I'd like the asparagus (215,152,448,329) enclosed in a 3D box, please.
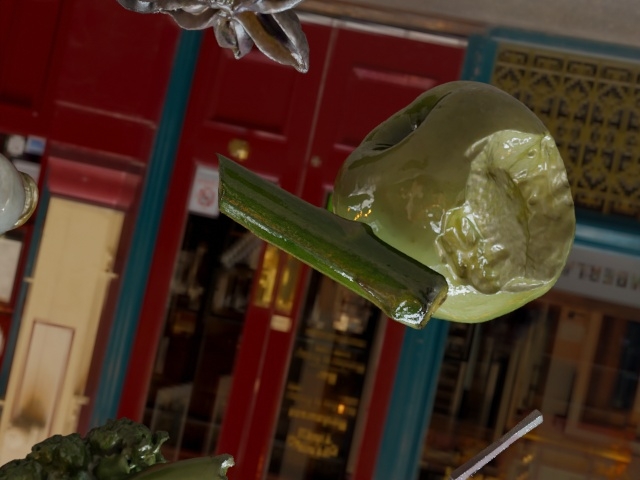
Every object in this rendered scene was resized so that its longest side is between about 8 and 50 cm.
[{"bbox_3d":[0.000,0.000,1.062,0.278,0.067,0.060,27,-157,11],"label":"asparagus"}]

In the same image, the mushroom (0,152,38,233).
[{"bbox_3d":[-0.452,-0.068,1.358,0.159,0.122,0.329,33,176,-7],"label":"mushroom"}]

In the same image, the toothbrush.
[{"bbox_3d":[0.152,0.236,1.088,0.017,0.194,0.014,48,165,43],"label":"toothbrush"}]

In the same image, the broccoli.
[{"bbox_3d":[-0.230,0.305,1.129,0.302,0.186,0.254,-15,-161,-7],"label":"broccoli"}]

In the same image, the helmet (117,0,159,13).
[{"bbox_3d":[-0.255,-0.495,1.577,0.231,0.278,0.160,-23,-118,-33],"label":"helmet"}]

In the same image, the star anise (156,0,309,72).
[{"bbox_3d":[-0.090,-0.239,0.954,0.197,0.073,0.212,26,159,4],"label":"star anise"}]

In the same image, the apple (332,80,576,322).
[{"bbox_3d":[0.150,-0.039,1.191,0.279,0.279,0.279,12,180,0],"label":"apple"}]
